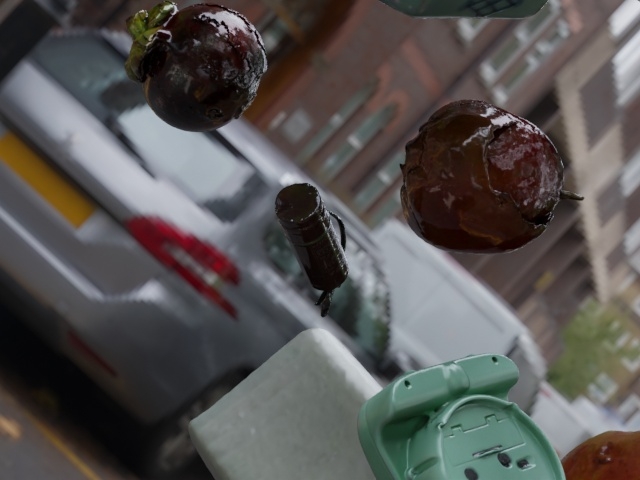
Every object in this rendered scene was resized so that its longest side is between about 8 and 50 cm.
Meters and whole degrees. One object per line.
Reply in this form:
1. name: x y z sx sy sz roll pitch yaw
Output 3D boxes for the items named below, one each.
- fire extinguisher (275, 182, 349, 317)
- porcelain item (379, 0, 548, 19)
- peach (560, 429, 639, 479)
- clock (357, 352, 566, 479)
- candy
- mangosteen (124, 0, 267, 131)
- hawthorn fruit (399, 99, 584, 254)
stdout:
1. fire extinguisher: 0.000 0.000 1.516 0.045 0.078 0.157 15 -26 24
2. porcelain item: 0.089 -0.325 1.463 0.281 0.157 0.286 -8 51 -49
3. peach: 0.358 0.371 1.709 0.372 0.290 0.373 177 -90 -83
4. clock: 0.122 0.180 1.240 0.148 0.060 0.188 -13 69 -44
5. candy: 0.035 0.268 1.707 0.359 0.208 0.145 48 -9 43
6. mangosteen: -0.157 -0.214 1.989 0.180 0.166 0.166 28 2 -2
7. hawthorn fruit: 0.156 -0.052 1.520 0.172 0.148 0.148 17 1 0
